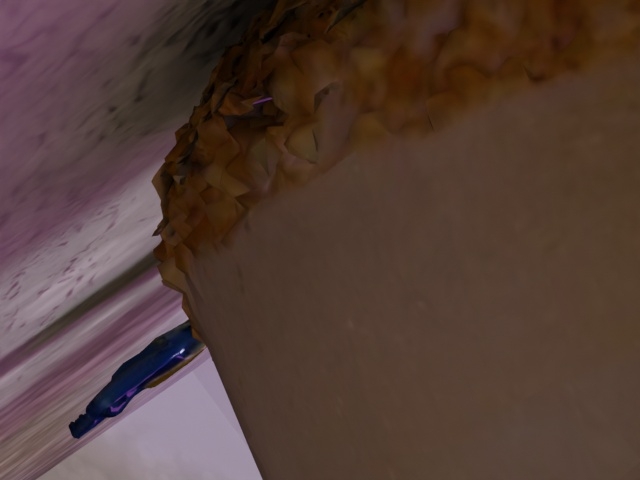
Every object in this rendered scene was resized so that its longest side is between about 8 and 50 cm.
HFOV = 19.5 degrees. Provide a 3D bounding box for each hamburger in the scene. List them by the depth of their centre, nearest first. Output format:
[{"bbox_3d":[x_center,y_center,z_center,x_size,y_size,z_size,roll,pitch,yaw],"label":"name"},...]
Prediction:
[{"bbox_3d":[0.107,-0.014,0.430,0.294,0.179,0.276,-8,169,-11],"label":"hamburger"}]

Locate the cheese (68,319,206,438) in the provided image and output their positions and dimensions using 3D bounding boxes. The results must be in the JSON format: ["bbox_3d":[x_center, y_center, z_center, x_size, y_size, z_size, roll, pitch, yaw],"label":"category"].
[{"bbox_3d":[0.000,0.000,0.820,0.270,0.069,0.177,-36,178,-18],"label":"cheese"}]
